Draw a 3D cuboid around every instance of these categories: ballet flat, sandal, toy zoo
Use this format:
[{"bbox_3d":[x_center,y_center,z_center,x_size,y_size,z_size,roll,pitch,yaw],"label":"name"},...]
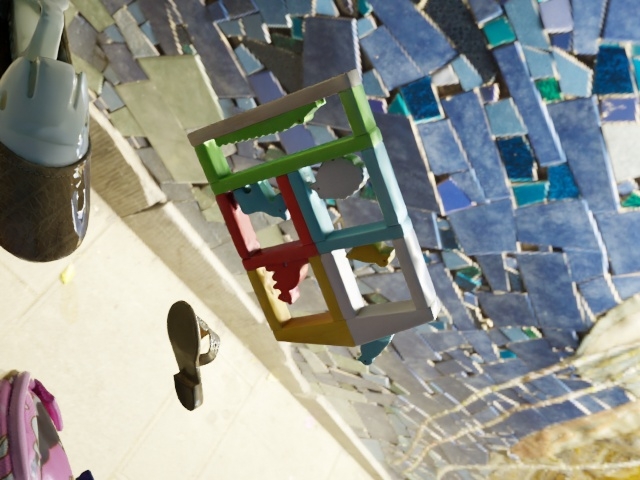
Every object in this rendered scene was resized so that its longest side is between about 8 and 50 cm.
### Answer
[{"bbox_3d":[-0.264,-0.149,0.556,0.116,0.124,0.343,10,50,-41],"label":"ballet flat"},{"bbox_3d":[-0.220,0.195,1.099,0.079,0.088,0.240,-25,130,-44],"label":"sandal"},{"bbox_3d":[0.000,0.000,0.615,0.030,0.192,0.293,-44,117,-56],"label":"toy zoo"}]

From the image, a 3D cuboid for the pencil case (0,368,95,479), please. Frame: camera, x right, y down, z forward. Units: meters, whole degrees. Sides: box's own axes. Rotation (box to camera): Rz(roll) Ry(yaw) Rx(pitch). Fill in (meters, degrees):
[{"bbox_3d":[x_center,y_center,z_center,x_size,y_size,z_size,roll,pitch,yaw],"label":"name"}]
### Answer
[{"bbox_3d":[-0.333,0.215,0.347,0.385,0.167,0.160,-21,86,-14],"label":"pencil case"}]
